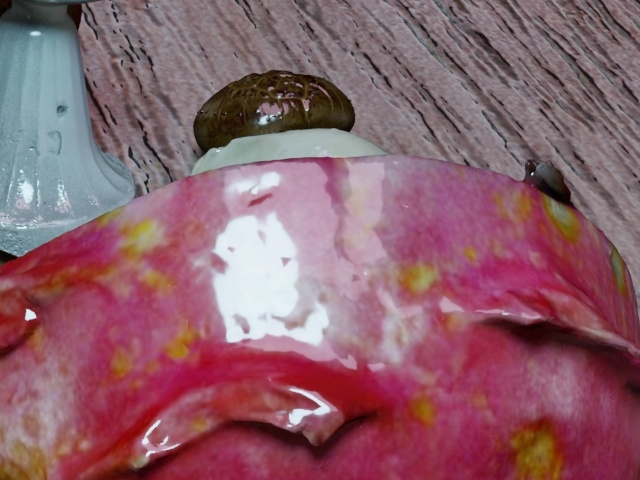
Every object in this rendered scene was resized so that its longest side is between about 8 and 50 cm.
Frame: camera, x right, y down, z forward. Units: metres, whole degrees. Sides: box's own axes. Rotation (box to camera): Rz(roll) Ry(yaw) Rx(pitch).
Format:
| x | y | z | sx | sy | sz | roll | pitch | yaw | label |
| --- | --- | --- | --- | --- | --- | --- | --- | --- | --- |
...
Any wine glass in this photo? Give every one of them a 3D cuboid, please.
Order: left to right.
| x | y | z | sx | sy | sz | roll | pitch | yaw | label |
| --- | --- | --- | --- | --- | --- | --- | --- | --- | --- |
| -0.202 | -0.102 | 1.209 | 0.165 | 0.196 | 0.165 | 7 | 29 | -4 | wine glass |

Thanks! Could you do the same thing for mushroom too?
| x | y | z | sx | sy | sz | roll | pitch | yaw | label |
| --- | --- | --- | --- | --- | --- | --- | --- | --- | --- |
| -0.035 | -0.093 | 1.351 | 0.126 | 0.085 | 0.109 | -15 | 40 | -41 | mushroom |

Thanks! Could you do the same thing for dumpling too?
| x | y | z | sx | sy | sz | roll | pitch | yaw | label |
| --- | --- | --- | --- | --- | --- | --- | --- | --- | --- |
| -0.002 | 0.001 | 1.215 | 0.181 | 0.111 | 0.155 | -3 | 59 | 24 | dumpling |

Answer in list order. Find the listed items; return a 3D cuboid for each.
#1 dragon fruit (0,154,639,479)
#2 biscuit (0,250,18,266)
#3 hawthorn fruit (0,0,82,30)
| x | y | z | sx | sy | sz | roll | pitch | yaw | label |
| --- | --- | --- | --- | --- | --- | --- | --- | --- | --- |
| -0.002 | 0.145 | 0.796 | 0.386 | 0.371 | 0.249 | 23 | 44 | -41 | dragon fruit |
| -0.193 | 0.054 | 1.157 | 0.237 | 0.013 | 0.232 | 9 | 33 | 0 | biscuit |
| -0.293 | -0.200 | 1.386 | 0.194 | 0.157 | 0.157 | 23 | 35 | 29 | hawthorn fruit |
